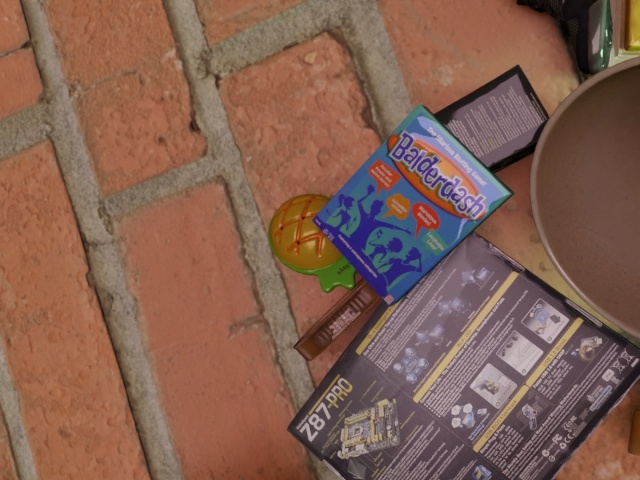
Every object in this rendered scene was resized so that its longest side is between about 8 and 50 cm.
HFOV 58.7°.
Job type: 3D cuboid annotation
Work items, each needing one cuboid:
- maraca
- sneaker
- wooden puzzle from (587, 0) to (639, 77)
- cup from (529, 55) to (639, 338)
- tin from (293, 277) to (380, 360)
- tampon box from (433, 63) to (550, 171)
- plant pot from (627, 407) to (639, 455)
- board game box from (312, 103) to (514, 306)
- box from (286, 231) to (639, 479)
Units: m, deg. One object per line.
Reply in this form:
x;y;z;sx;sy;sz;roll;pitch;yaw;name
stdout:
0.000;0.000;0.846;0.127;0.099;0.186;-46;60;-7;maraca
0.319;-0.318;0.767;0.130;0.087;0.227;-10;78;30;sneaker
0.486;-0.328;0.752;0.239;0.044;0.221;2;90;16;wooden puzzle
0.447;-0.069;0.638;0.237;0.331;0.331;-26;80;-30;cup
0.037;0.105;0.842;0.040;0.106;0.190;45;102;-1;tin
0.220;-0.143;0.784;0.161;0.120;0.101;-29;83;14;tampon box
0.494;0.189;0.677;0.205;0.205;0.188;12;78;15;plant pot
0.114;-0.043;0.736;0.160;0.047;0.210;48;111;13;board game box
0.191;0.213;0.800;0.318;0.097;0.395;37;97;12;box
